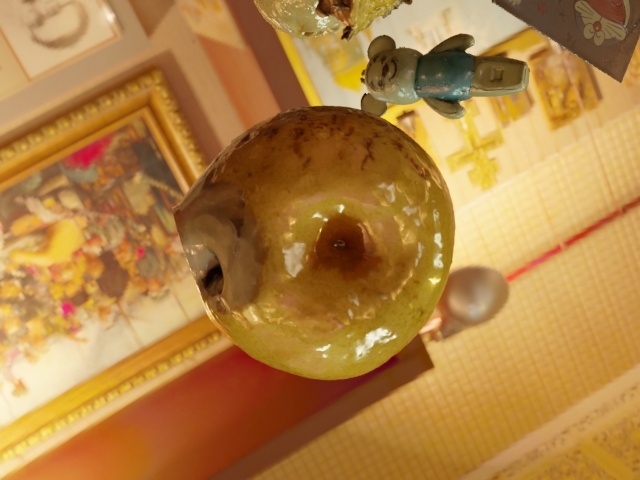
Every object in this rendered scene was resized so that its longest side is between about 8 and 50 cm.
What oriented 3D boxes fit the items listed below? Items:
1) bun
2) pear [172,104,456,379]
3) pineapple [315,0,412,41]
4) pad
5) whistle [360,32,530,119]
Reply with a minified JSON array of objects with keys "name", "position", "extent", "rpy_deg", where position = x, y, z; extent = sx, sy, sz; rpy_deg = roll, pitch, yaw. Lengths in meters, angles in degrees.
[{"name":"bun","position":[-0.002,-0.372,1.558],"extent":[0.223,0.127,0.222],"rpy_deg":[-4,174,0]},{"name":"pear","position":[0.000,0.000,0.946],"extent":[0.271,0.271,0.271],"rpy_deg":[-22,-157,10]},{"name":"pineapple","position":[0.072,-0.382,1.159],"extent":[0.158,0.161,0.334],"rpy_deg":[26,-127,35]},{"name":"pad","position":[0.368,-0.352,1.435],"extent":[0.170,0.246,0.006],"rpy_deg":[-66,-159,-7]},{"name":"whistle","position":[0.148,-0.208,1.273],"extent":[0.236,0.113,0.077],"rpy_deg":[7,176,35]}]
